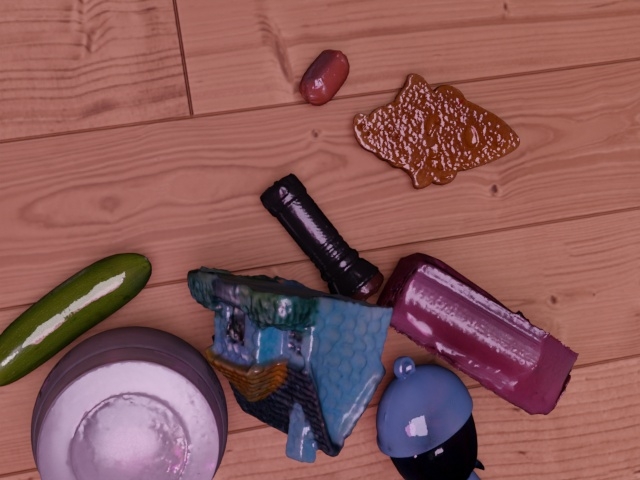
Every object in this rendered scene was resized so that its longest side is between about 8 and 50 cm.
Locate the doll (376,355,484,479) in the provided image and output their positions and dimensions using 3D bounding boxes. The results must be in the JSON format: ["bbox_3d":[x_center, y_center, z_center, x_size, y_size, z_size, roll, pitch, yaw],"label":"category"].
[{"bbox_3d":[0.175,0.320,1.314,0.177,0.141,0.314,-32,110,-38],"label":"doll"}]

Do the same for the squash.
[{"bbox_3d":[-0.378,0.109,1.243,0.292,0.082,0.082,-36,97,-6],"label":"squash"}]

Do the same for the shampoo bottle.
[{"bbox_3d":[-0.265,0.260,1.174,0.272,0.266,0.273,0,91,-10],"label":"shampoo bottle"}]

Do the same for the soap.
[{"bbox_3d":[0.243,0.145,1.278,0.324,0.220,0.127,33,93,-5],"label":"soap"}]

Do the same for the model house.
[{"bbox_3d":[-0.072,0.174,1.199,0.225,0.261,0.241,7,93,-39],"label":"model house"}]

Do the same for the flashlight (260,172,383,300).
[{"bbox_3d":[0.000,0.000,1.305,0.093,0.093,0.232,-39,92,-6],"label":"flashlight"}]

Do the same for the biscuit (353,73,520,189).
[{"bbox_3d":[0.186,-0.172,1.348,0.280,0.043,0.183,2,95,-14],"label":"biscuit"}]

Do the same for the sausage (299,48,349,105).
[{"bbox_3d":[0.005,-0.254,1.304,0.059,0.054,0.094,34,83,31],"label":"sausage"}]
